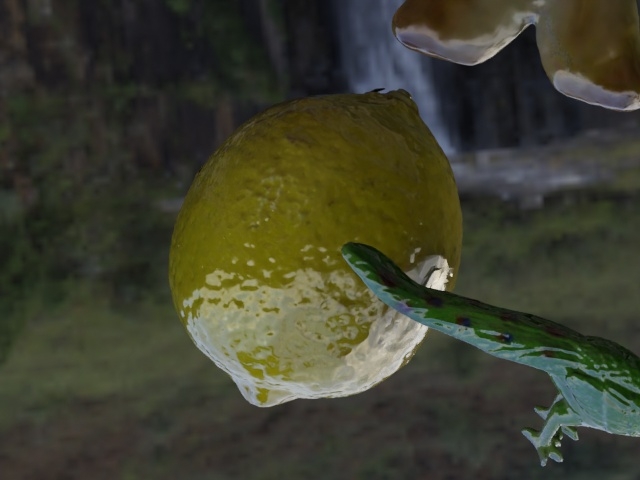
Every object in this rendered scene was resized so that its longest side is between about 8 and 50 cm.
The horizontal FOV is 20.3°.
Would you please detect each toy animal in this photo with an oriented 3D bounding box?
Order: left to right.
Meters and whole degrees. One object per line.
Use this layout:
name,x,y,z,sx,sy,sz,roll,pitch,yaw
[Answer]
toy animal,0.105,0.067,0.890,0.216,0.075,0.041,22,-139,10

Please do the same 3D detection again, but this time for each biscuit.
biscuit,0.153,-0.191,1.093,0.164,0.208,0.047,19,173,17

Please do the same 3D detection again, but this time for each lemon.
lemon,0.000,0.000,1.572,0.253,0.310,0.253,27,176,2
